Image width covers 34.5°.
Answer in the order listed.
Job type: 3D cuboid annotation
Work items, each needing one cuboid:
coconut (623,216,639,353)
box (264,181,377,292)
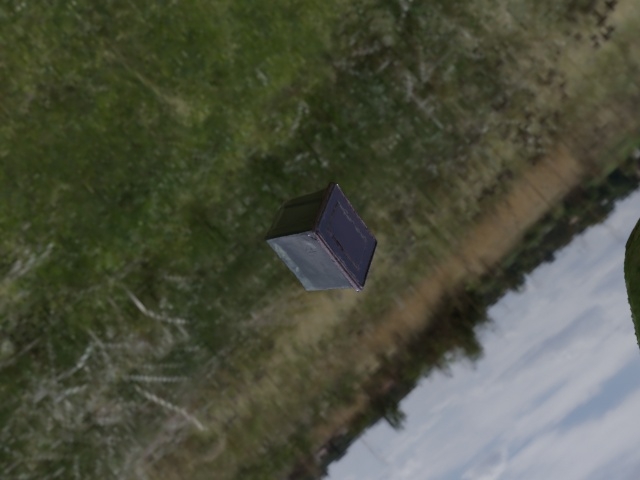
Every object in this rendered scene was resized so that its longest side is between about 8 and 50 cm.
[{"bbox_3d":[0.394,0.036,0.747,0.329,0.281,0.328,-14,-178,0],"label":"coconut"},{"bbox_3d":[0.000,0.000,0.897,0.063,0.084,0.060,-7,-134,34],"label":"box"}]
